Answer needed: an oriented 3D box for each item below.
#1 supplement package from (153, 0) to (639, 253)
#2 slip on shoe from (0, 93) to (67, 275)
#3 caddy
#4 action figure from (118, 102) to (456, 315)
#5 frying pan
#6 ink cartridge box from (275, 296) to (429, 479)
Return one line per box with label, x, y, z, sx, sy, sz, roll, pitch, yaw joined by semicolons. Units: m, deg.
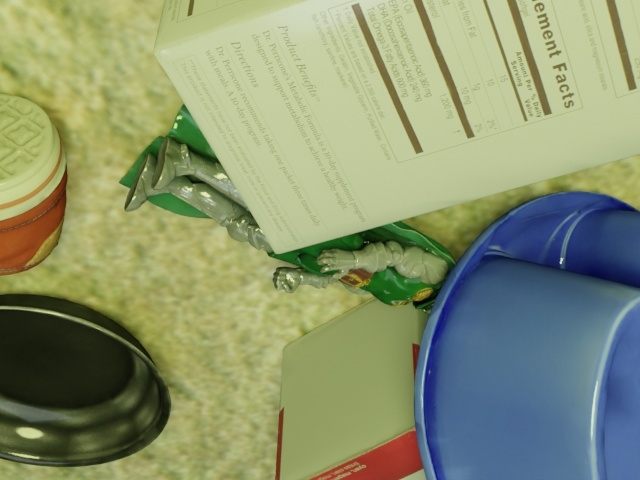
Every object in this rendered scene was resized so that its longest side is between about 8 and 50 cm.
supplement package;0.067;-0.111;0.494;0.244;0.139;0.134;-15;133;17
slip on shoe;-0.309;-0.014;0.622;0.331;0.123;0.101;-5;139;-1
caddy;0.187;0.139;0.636;0.241;0.179;0.341;-19;100;-28
action figure;0.000;0.000;0.650;0.232;0.064;0.137;23;159;-21
frying pan;-0.250;0.135;0.813;0.197;0.053;0.326;33;129;-28
ink cartridge box;0.074;0.141;0.758;0.127;0.128;0.176;-32;127;29
